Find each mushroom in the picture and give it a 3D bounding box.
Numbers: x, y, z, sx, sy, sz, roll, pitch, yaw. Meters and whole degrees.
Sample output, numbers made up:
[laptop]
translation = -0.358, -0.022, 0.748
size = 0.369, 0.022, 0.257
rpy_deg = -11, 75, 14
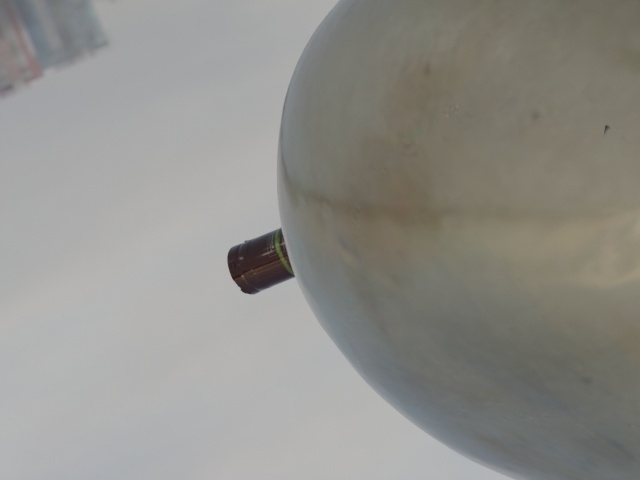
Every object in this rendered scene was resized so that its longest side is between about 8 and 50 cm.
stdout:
[mushroom]
translation = 0.160, -0.028, 0.864
size = 0.362, 0.362, 0.294
rpy_deg = -5, -128, 53

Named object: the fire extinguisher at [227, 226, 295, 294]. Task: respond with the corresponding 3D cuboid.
[fire extinguisher]
translation = 0.000, 0.000, 1.201
size = 0.132, 0.039, 0.056
rpy_deg = -22, -145, 28
